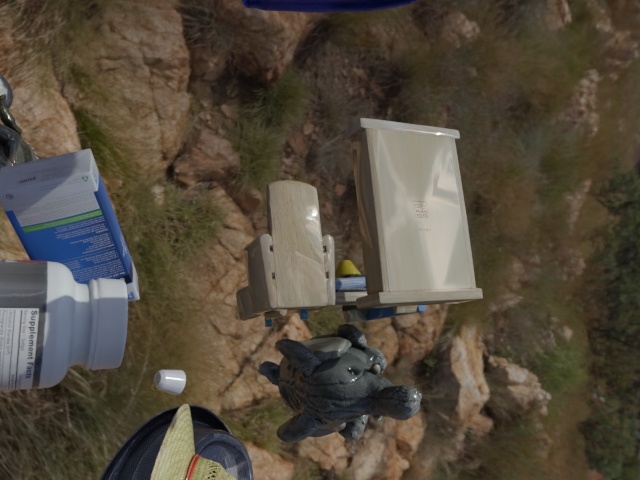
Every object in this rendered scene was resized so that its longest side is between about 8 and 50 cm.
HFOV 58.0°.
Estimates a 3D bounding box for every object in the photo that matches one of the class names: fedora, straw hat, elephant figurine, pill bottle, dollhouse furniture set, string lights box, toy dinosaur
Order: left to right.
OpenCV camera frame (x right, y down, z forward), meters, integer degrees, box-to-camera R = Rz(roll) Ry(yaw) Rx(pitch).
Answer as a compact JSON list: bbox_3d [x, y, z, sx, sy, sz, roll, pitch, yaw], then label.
[{"bbox_3d":[-0.435,0.112,0.780,0.318,0.176,0.176,5,91,-27],"label":"pill bottle"},{"bbox_3d":[-0.565,-0.156,1.030,0.121,0.313,0.160,-35,124,-14],"label":"toy dinosaur"},{"bbox_3d":[-0.388,-0.002,0.914,0.133,0.077,0.260,-14,130,-11],"label":"string lights box"},{"bbox_3d":[-0.188,0.377,0.822,0.244,0.124,0.275,46,52,-31],"label":"fedora"},{"bbox_3d":[-0.095,0.207,0.460,0.061,0.144,0.145,11,85,1],"label":"straw hat"},{"bbox_3d":[0.000,0.000,0.727,0.286,0.303,0.198,1,77,-28],"label":"dollhouse furniture set"},{"bbox_3d":[0.010,0.184,0.741,0.186,0.169,0.239,-40,169,3],"label":"elephant figurine"}]

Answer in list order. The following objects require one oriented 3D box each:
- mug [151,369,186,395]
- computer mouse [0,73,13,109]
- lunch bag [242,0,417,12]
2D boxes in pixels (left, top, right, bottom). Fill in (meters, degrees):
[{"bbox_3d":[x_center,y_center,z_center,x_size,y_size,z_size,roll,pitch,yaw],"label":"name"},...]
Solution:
[{"bbox_3d":[-0.380,0.353,1.425,0.064,0.062,0.078,25,99,-43],"label":"mug"},{"bbox_3d":[-0.786,-0.341,1.196,0.272,0.072,0.189,22,64,-50],"label":"computer mouse"},{"bbox_3d":[0.081,-0.411,0.582,0.328,0.385,0.239,-49,135,-12],"label":"lunch bag"}]
